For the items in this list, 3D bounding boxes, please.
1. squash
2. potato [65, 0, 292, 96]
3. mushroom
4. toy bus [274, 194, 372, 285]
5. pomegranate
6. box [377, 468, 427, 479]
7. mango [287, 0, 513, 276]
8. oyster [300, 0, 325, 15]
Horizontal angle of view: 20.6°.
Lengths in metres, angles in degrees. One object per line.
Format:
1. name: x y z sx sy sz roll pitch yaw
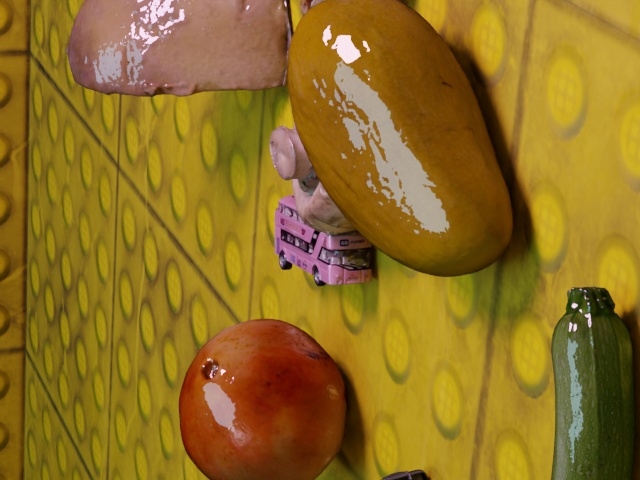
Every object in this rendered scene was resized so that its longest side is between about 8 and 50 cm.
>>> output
1. squash: 0.229 0.147 1.489 0.077 0.068 0.219 -164 72 -73
2. potato: -0.185 -0.291 2.209 0.211 0.264 0.189 -124 26 -61
3. mushroom: 0.015 -0.087 1.907 0.166 0.127 0.166 174 90 -72
4. toy bus: 0.000 0.000 2.052 0.203 0.063 0.090 -152 61 -66
5. pomegranate: -0.070 0.200 2.077 0.209 0.209 0.209 175 90 -69
6. box: 0.081 0.311 1.888 0.069 0.084 0.122 59 148 36
7. mango: 0.071 -0.099 1.728 0.195 0.142 0.332 -46 60 48
8. oyster: 0.021 -0.360 1.855 0.275 0.100 0.271 97 178 -58
